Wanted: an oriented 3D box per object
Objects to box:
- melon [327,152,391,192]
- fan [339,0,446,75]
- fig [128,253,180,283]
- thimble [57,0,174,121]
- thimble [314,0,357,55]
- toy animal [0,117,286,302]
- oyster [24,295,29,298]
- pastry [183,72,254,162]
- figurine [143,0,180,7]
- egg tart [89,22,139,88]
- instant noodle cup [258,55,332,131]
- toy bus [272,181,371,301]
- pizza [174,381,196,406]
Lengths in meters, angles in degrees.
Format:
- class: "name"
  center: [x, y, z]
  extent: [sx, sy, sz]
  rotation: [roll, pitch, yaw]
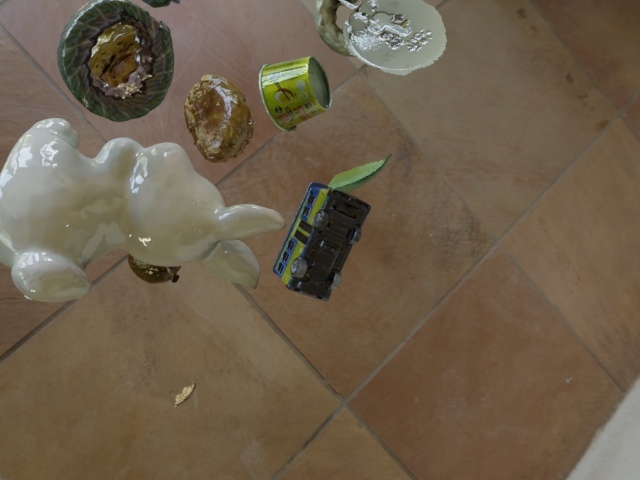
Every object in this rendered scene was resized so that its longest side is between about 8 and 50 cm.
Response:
- class: "melon"
  center: [0.138, -0.234, 1.461]
  extent: [0.262, 0.114, 0.053]
  rotation: [-25, 126, 14]
- class: "fan"
  center: [0.103, -0.522, 0.953]
  extent: [0.415, 0.012, 0.233]
  rotation: [38, 74, 14]
- class: "fig"
  center: [-0.532, 0.078, 1.434]
  extent: [0.290, 0.191, 0.190]
  rotation: [12, 80, 31]
- class: "thimble"
  center: [-0.248, -0.219, 0.500]
  extent: [0.119, 0.090, 0.135]
  rotation: [12, 110, -43]
- class: "thimble"
  center: [0.120, -0.782, 1.409]
  extent: [0.292, 0.195, 0.291]
  rotation: [-1, 115, -2]
- class: "toy animal"
  center: [-0.250, -0.019, 0.609]
  extent: [0.368, 0.196, 0.241]
  rotation: [4, 54, -27]
- class: "oyster"
  center: [-0.977, 0.132, 1.404]
  extent: [0.122, 0.045, 0.146]
  rotation: [-32, 67, 4]
- class: "pastry"
  center: [-0.342, -0.409, 1.422]
  extent: [0.162, 0.255, 0.310]
  rotation: [0, 61, -54]
- class: "figurine"
  center: [-0.404, -0.626, 0.942]
  extent: [0.145, 0.114, 0.178]
  rotation: [-2, 106, 18]
- class: "egg tart"
  center: [-0.615, -0.570, 1.243]
  extent: [0.297, 0.297, 0.132]
  rotation: [-43, 93, -13]
- class: "instant noodle cup"
  center: [-0.095, -0.655, 1.816]
  extent: [0.222, 0.311, 0.311]
  rotation: [-8, 86, 26]
- class: "toy bus"
  center: [0.000, 0.000, 1.114]
  extent: [0.138, 0.175, 0.287]
  rotation: [22, 95, -26]
- class: "pizza"
  center: [-0.383, 0.438, 1.169]
  extent: [0.083, 0.037, 0.016]
  rotation: [-48, 141, -43]
